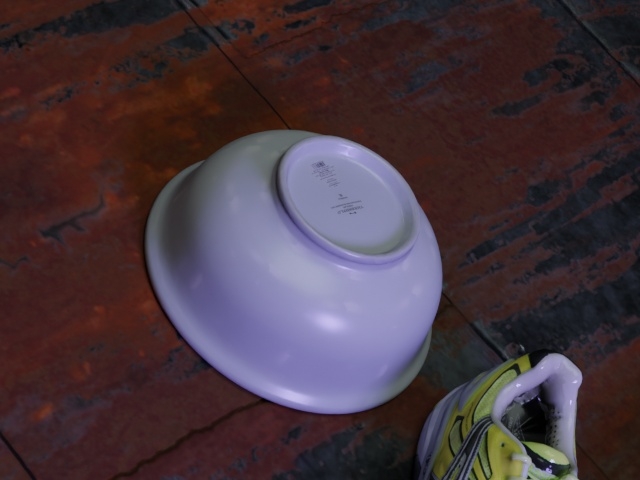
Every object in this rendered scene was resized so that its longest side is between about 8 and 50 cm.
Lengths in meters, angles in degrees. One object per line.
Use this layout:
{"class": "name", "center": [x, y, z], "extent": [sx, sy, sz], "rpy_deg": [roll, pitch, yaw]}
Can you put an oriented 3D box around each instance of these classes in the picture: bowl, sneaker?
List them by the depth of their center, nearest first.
{"class": "sneaker", "center": [0.139, 0.243, 1.654], "extent": [0.145, 0.147, 0.384], "rpy_deg": [25, 44, -15]}
{"class": "bowl", "center": [0.000, 0.000, 1.794], "extent": [0.298, 0.134, 0.298], "rpy_deg": [18, 45, -19]}
